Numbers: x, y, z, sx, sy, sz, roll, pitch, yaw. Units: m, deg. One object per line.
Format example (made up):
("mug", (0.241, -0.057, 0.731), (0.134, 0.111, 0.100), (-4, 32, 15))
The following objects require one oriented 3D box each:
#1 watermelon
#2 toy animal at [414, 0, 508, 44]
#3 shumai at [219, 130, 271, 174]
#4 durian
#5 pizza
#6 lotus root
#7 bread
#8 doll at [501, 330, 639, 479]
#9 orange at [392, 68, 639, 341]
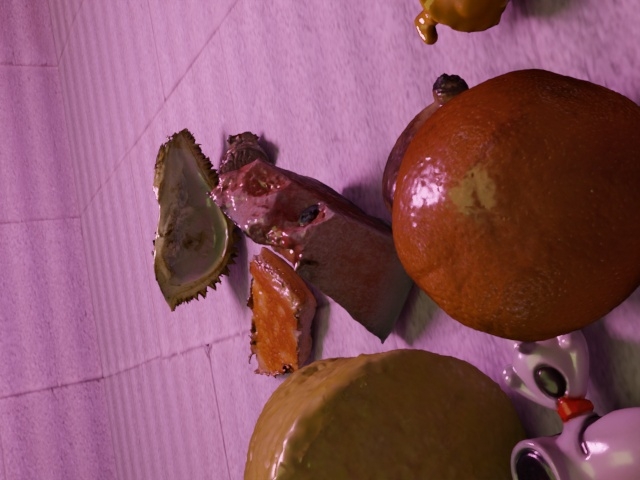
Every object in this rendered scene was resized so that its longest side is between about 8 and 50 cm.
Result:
("watermelon", (0.014, -0.008, 1.054), (0.151, 0.302, 0.264), (-49, 41, 2))
("toy animal", (0.174, -0.314, 0.767), (0.230, 0.156, 0.156), (-52, 51, 56))
("shumai", (-0.153, -0.166, 1.405), (0.124, 0.098, 0.087), (123, 149, -44))
("durian", (-0.292, -0.049, 1.543), (0.163, 0.197, 0.395), (-1, 92, 60))
("pizza", (-0.081, 0.168, 1.352), (0.189, 0.071, 0.297), (38, 131, 35))
("lotus root", (0.150, -0.095, 0.867), (0.138, 0.138, 0.214), (45, 131, 47))
("bread", (0.069, 0.302, 0.895), (0.307, 0.347, 0.349), (174, 90, -71))
("doll", (0.256, 0.198, 0.749), (0.208, 0.143, 0.271), (-57, 48, 18))
("orange", (0.195, -0.029, 0.675), (0.264, 0.264, 0.265), (15, 108, 57))
